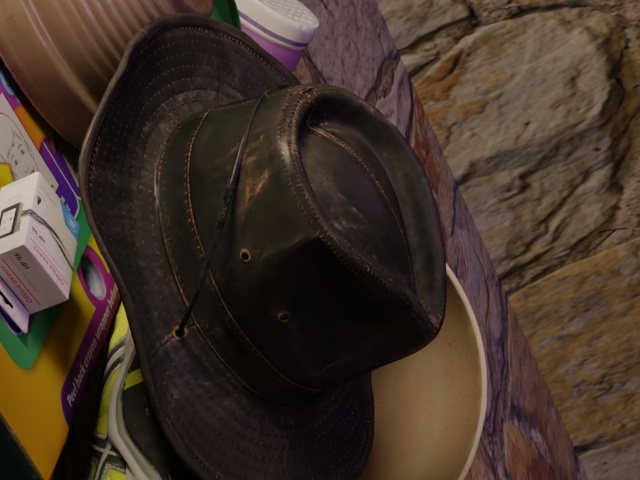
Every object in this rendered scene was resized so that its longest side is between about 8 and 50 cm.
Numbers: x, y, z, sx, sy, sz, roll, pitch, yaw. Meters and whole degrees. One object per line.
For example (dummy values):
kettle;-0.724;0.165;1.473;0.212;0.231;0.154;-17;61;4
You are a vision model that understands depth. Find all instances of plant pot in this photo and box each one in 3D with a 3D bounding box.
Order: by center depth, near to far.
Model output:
plant pot;-0.147;-0.186;1.125;0.237;0.110;0.237;60;15;-28
plant pot;-0.037;0.115;1.284;0.191;0.284;0.284;144;-72;-71

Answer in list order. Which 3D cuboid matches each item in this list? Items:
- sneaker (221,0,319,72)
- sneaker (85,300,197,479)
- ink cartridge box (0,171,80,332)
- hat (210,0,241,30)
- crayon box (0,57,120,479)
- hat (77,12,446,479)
sneaker;-0.156;-0.216;1.544;0.282;0.161;0.102;39;26;9
sneaker;-0.111;0.178;1.065;0.145;0.147;0.384;31;45;-37
ink cartridge box;-0.165;0.007;0.951;0.048;0.028;0.083;56;21;-36
hat;-0.094;-0.133;1.377;0.183;0.173;0.208;31;-30;50
crayon box;-0.245;-0.057;1.022;0.313;0.106;0.363;61;17;-23
hat;0.000;0.000;1.050;0.331;0.134;0.331;33;50;-50
